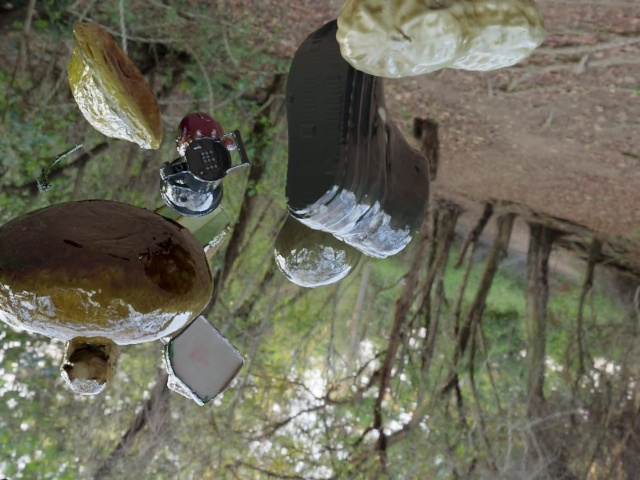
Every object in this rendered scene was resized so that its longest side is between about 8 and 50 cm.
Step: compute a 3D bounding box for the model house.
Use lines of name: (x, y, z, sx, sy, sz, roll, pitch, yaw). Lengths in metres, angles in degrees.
model house: (-0.416, 0.373, 2.098, 0.237, 0.202, 0.237, 49, 149, -19)

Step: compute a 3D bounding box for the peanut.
peanut: (0.176, -0.303, 0.937, 0.324, 0.140, 0.153, -6, -162, -17)

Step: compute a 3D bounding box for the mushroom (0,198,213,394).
mushroom: (-0.339, 0.046, 1.036, 0.345, 0.239, 0.345, 33, -157, -16)

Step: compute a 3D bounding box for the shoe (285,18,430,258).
shoe: (0.067, -0.162, 1.068, 0.171, 0.384, 0.237, -24, 143, 35)

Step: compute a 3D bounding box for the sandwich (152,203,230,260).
sandwich: (-0.353, 0.007, 1.670, 0.155, 0.227, 0.198, 48, 154, 9)

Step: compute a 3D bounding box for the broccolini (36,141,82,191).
broccolini: (-0.790, -0.229, 1.991, 0.052, 0.194, 0.054, 36, 168, -16)

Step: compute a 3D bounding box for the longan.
longan: (0.000, 0.000, 1.731, 0.245, 0.246, 0.215, 13, 166, -33)

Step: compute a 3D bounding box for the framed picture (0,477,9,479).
framed picture: (-0.666, 0.579, 1.372, 0.289, 0.016, 0.213, 16, -177, 32)

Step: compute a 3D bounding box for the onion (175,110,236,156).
onion: (-0.355, -0.336, 2.096, 0.198, 0.136, 0.173, -2, -149, -29)

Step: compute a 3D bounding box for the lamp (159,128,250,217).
lamp: (-0.265, -0.147, 1.425, 0.171, 0.147, 0.227, -15, 172, -22)

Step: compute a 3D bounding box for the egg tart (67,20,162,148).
egg tart: (-0.655, -0.464, 2.063, 0.178, 0.443, 0.443, -28, 177, 4)
